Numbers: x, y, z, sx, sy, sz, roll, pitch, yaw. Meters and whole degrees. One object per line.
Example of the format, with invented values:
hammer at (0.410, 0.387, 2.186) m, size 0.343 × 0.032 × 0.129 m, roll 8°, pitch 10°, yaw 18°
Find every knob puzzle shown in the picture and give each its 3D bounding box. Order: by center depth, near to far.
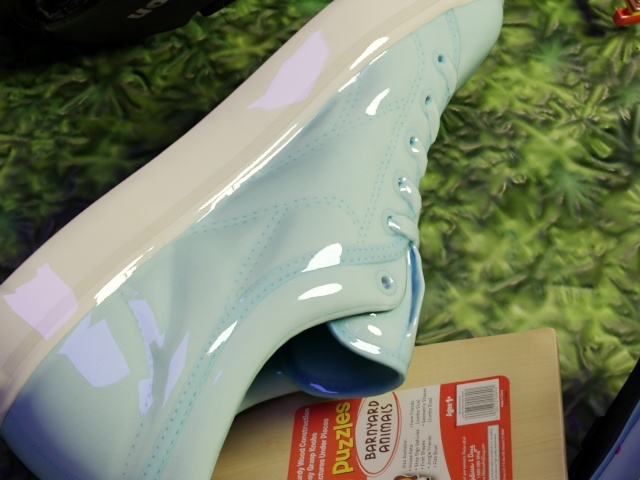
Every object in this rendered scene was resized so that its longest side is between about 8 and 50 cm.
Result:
knob puzzle at (0.016, 0.125, 0.576) m, size 0.213 × 0.030 × 0.213 m, roll -14°, pitch 40°, yaw 12°

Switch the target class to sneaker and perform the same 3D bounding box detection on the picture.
sneaker at (0.000, 0.000, 0.626) m, size 0.150 × 0.135 × 0.366 m, roll 43°, pitch 62°, yaw 5°

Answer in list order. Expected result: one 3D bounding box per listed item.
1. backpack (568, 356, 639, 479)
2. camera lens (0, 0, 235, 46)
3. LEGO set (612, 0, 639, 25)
backpack at (0.215, 0.112, 0.543) m, size 0.188 × 0.144 × 0.166 m, roll 32°, pitch 88°, yaw 5°
camera lens at (-0.122, -0.256, 0.678) m, size 0.219 × 0.219 × 0.274 m, roll -19°, pitch 87°, yaw -14°
LEGO set at (0.226, -0.188, 0.805) m, size 0.244 × 0.060 × 0.182 m, roll 30°, pitch 58°, yaw 5°
